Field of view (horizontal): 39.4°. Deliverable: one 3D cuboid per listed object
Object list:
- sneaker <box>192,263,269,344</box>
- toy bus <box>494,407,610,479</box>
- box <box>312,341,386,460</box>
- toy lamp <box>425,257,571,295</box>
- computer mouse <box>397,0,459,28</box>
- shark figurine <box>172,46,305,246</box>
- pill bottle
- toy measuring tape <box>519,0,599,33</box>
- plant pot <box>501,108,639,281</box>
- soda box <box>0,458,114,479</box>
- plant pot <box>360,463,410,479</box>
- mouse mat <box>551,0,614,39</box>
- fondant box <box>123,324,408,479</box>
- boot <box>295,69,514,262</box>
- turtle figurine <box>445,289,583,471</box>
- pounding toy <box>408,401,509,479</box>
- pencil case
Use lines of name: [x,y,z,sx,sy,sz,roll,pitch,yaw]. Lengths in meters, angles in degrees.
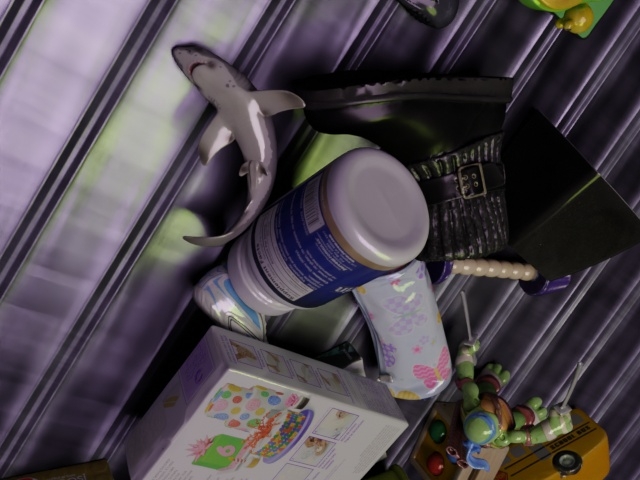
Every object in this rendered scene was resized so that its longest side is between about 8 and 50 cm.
sneaker: [-0.104,0.132,1.283,0.086,0.085,0.237,-33,129,-14]
toy bus: [0.389,0.452,1.681,0.332,0.130,0.108,-25,125,-14]
box: [-0.062,0.326,1.426,0.322,0.058,0.232,-25,124,-16]
toy lamp: [0.289,0.048,1.446,0.274,0.080,0.080,5,113,-27]
computer mouse: [0.100,-0.353,1.152,0.242,0.041,0.071,29,101,-35]
shark figurine: [-0.090,-0.113,1.152,0.166,0.116,0.278,1,111,9]
pill bottle: [0.000,0.000,1.149,0.153,0.153,0.264,17,150,-33]
toy measuring tape: [0.286,-0.417,1.181,0.121,0.121,0.330,-32,116,-9]
plant pot: [0.358,-0.052,1.373,0.167,0.187,0.188,-43,128,16]
soda box: [-0.387,0.368,1.273,0.181,0.061,0.058,-5,118,-25]
plant pot: [0.005,0.589,1.447,0.352,0.366,0.367,-13,122,-8]
mouse mat: [0.399,-0.405,1.302,0.152,0.007,0.190,28,102,-35]
fondant box: [-0.074,0.276,1.275,0.330,0.096,0.238,23,114,-36]
boot: [0.125,-0.095,1.215,0.347,0.131,0.260,-4,104,-26]
turtle figurine: [0.315,0.234,1.443,0.266,0.197,0.275,19,79,-73]
pounding toy: [0.241,0.412,1.535,0.094,0.206,0.181,11,110,-31]
pencil case: [0.122,0.121,1.375,0.124,0.113,0.273,-16,124,2]
